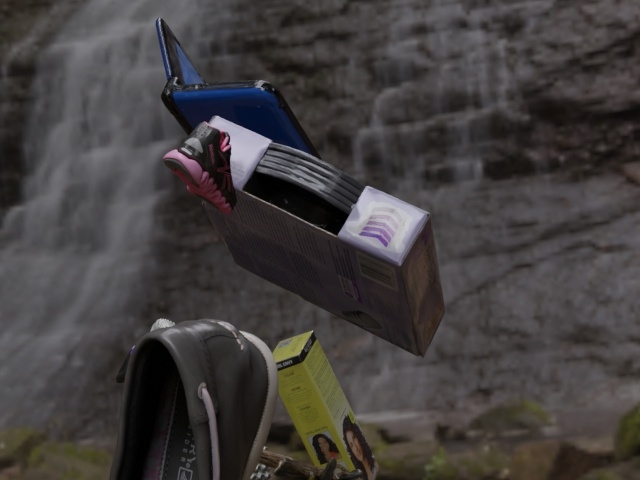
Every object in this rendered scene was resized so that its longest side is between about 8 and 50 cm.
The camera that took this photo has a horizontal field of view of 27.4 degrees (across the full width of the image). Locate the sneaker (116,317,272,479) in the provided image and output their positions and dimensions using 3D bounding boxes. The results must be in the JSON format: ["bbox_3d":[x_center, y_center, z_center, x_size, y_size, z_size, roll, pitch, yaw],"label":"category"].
[{"bbox_3d":[-0.187,0.265,1.833,0.146,0.293,0.102,-41,-22,15],"label":"sneaker"}]

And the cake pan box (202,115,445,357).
[{"bbox_3d":[0.000,0.000,1.324,0.246,0.070,0.267,24,-18,20],"label":"cake pan box"}]

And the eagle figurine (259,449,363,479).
[{"bbox_3d":[-0.024,0.427,1.642,0.226,0.298,0.225,6,-20,21],"label":"eagle figurine"}]

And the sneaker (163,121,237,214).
[{"bbox_3d":[-0.089,-0.062,1.103,0.047,0.057,0.119,28,-10,17],"label":"sneaker"}]

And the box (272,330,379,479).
[{"bbox_3d":[0.005,0.248,1.828,0.058,0.232,0.087,-22,14,20],"label":"box"}]

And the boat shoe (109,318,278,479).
[{"bbox_3d":[-0.109,0.214,0.850,0.112,0.335,0.095,7,-5,33],"label":"boat shoe"}]

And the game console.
[{"bbox_3d":[-0.096,-0.173,1.869,0.250,0.173,0.293,0,-35,29],"label":"game console"}]
